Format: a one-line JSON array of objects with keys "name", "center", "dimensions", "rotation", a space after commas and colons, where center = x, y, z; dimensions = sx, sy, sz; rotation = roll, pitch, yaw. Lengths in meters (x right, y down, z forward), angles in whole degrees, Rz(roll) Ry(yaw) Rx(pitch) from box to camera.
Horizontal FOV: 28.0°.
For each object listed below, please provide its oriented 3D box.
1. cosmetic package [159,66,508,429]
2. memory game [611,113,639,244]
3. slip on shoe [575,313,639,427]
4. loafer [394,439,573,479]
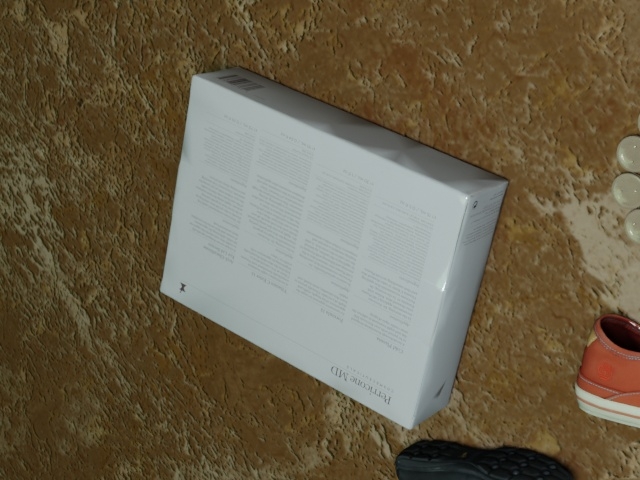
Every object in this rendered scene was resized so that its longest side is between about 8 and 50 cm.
[{"name": "cosmetic package", "center": [0.000, 0.000, 1.448], "dimensions": [0.377, 0.097, 0.284], "rotation": [27, 116, 28]}, {"name": "memory game", "center": [0.364, -0.050, 1.215], "dimensions": [0.186, 0.012, 0.186], "rotation": [12, 111, 33]}, {"name": "slip on shoe", "center": [0.389, 0.131, 1.189], "dimensions": [0.331, 0.123, 0.101], "rotation": [7, 104, 40]}, {"name": "loafer", "center": [0.181, 0.272, 1.413], "dimensions": [0.223, 0.076, 0.078], "rotation": [0, 109, 42]}]
